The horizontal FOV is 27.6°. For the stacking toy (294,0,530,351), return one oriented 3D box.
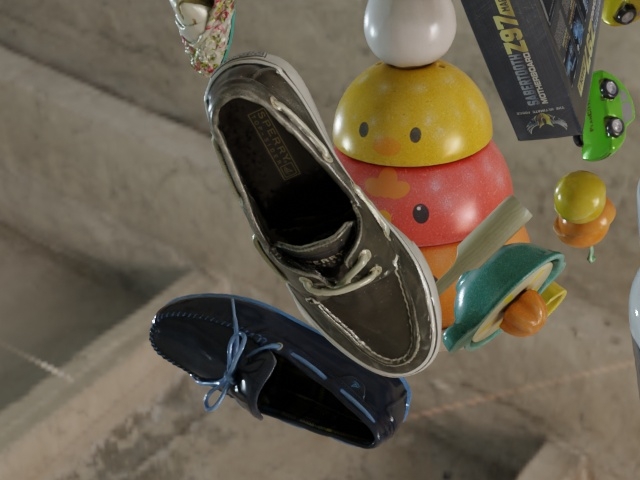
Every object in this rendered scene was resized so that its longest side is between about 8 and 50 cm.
[{"bbox_3d":[0.115,-0.122,1.725,0.351,0.480,0.350,-5,-154,3],"label":"stacking toy"}]

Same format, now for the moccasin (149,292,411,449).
[{"bbox_3d":[-0.059,0.156,1.598,0.342,0.137,0.117,14,-149,13],"label":"moccasin"}]

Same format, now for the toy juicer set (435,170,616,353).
[{"bbox_3d":[0.206,0.029,1.273,0.089,0.209,0.329,47,-155,18],"label":"toy juicer set"}]

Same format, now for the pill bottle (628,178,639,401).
[{"bbox_3d":[0.346,0.106,0.996,0.204,0.361,0.204,-11,-150,6],"label":"pill bottle"}]

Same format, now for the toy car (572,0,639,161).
[{"bbox_3d":[0.307,-0.196,1.437,0.053,0.239,0.225,1,-102,-31],"label":"toy car"}]

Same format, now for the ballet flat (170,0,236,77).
[{"bbox_3d":[-0.131,-0.298,1.490,0.077,0.241,0.091,-5,-143,-34],"label":"ballet flat"}]

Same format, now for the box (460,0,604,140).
[{"bbox_3d":[0.169,-0.222,1.008,0.059,0.183,0.232,-4,-130,27],"label":"box"}]

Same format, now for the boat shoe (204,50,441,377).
[{"bbox_3d":[0.000,0.000,0.727,0.078,0.219,0.070,-29,-158,13],"label":"boat shoe"}]
